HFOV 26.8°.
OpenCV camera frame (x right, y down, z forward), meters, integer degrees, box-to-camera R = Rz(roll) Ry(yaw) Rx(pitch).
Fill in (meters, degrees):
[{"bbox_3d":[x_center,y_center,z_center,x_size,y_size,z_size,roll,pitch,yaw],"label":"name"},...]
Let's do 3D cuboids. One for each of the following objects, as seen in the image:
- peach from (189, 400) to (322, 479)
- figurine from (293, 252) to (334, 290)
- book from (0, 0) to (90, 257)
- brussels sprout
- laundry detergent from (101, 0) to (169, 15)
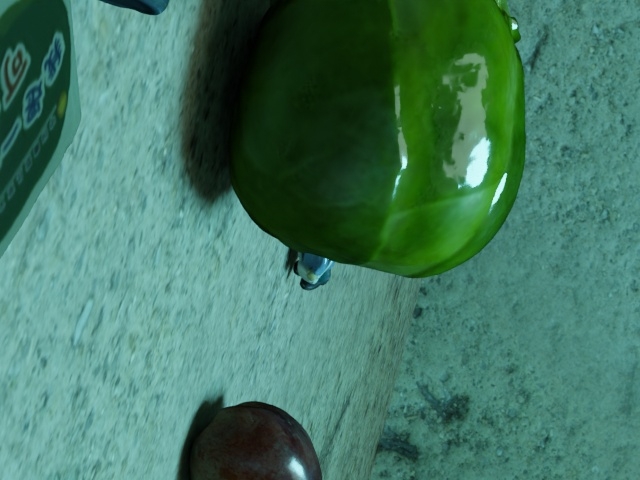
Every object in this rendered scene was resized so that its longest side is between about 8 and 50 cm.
[{"bbox_3d":[-0.065,0.248,1.498,0.152,0.152,0.152,17,90,-79],"label":"peach"},{"bbox_3d":[0.000,0.000,1.664,0.149,0.087,0.086,95,-22,-50],"label":"figurine"},{"bbox_3d":[-0.185,-0.118,0.616,0.370,0.043,0.260,95,15,-47],"label":"book"},{"bbox_3d":[0.056,-0.123,1.266,0.371,0.276,0.314,-61,152,-74],"label":"brussels sprout"},{"bbox_3d":[-0.096,-0.245,0.821,0.097,0.061,0.206,21,86,-77],"label":"laundry detergent"}]
